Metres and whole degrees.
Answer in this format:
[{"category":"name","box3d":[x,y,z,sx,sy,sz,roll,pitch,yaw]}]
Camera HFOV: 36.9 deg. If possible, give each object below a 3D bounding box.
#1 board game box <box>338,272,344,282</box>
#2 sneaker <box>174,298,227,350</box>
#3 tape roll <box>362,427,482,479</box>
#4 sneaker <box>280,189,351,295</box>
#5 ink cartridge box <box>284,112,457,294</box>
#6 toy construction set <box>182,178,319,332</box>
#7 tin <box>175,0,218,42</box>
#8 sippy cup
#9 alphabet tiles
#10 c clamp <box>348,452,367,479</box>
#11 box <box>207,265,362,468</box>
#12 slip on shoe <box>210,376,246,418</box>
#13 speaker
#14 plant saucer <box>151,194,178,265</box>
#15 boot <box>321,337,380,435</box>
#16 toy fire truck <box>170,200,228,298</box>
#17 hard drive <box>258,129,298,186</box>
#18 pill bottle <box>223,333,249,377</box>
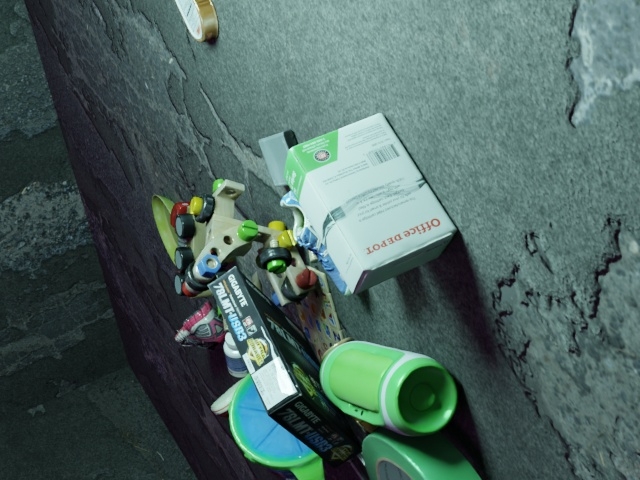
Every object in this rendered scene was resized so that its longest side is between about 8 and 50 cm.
[{"category":"board game box","box3d":[0.080,0.029,1.452,0.020,0.090,0.090,65,159,11]},{"category":"sneaker","box3d":[-0.324,0.257,2.646,0.112,0.121,0.299,45,163,1]},{"category":"tape roll","box3d":[0.192,0.443,1.586,0.321,0.077,0.321,50,158,30]},{"category":"sneaker","box3d":[0.000,0.000,1.630,0.211,0.081,0.080,66,158,-1]},{"category":"ink cartridge box","box3d":[0.065,-0.051,1.317,0.208,0.153,0.087,60,159,20]},{"category":"toy construction set","box3d":[-0.143,0.018,1.864,0.309,0.258,0.237,96,167,-59]},{"category":"tin","box3d":[-0.248,-0.466,1.819,0.189,0.040,0.106,65,163,5]},{"category":"sippy cup","box3d":[-0.065,0.399,2.038,0.224,0.240,0.305,84,-162,-61]},{"category":"alphabet tiles","box3d":[-0.005,0.153,1.906,0.198,0.009,0.237,22,132,62]},{"category":"c clamp","box3d":[0.088,0.486,2.005,0.160,0.022,0.137,54,156,29]},{"category":"box","box3d":[-0.059,0.227,1.701,0.295,0.073,0.293,51,-172,-51]},{"category":"slip on shoe","box3d":[-0.187,0.413,2.394,0.101,0.123,0.331,49,177,14]},{"category":"speaker","box3d":[0.103,0.237,1.561,0.296,0.131,0.131,0,112,68]},{"category":"plant saucer","box3d":[-0.400,-0.020,2.650,0.241,0.037,0.241,51,155,35]},{"category":"boot","box3d":[0.072,0.273,1.759,0.152,0.073,0.197,56,169,30]},{"category":"toy fire truck","box3d":[-0.297,0.000,2.291,0.246,0.159,0.217,33,124,57]},{"category":"hard drive","box3d":[-0.066,-0.146,1.722,0.135,0.022,0.094,-1,110,68]},{"category":"pill bottle","box3d":[-0.197,0.270,2.307,0.067,0.067,0.120,50,156,39]}]
